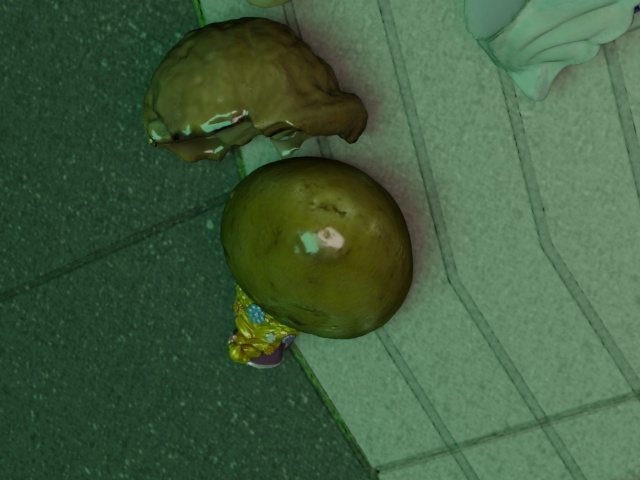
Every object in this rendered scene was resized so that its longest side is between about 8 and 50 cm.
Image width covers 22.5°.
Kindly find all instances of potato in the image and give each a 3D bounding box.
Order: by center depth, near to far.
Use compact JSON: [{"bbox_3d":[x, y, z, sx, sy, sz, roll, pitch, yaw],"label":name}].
[{"bbox_3d":[0.000,0.000,1.557,0.178,0.158,0.203,-36,86,-4],"label":"potato"}]

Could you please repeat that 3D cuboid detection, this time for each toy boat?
[{"bbox_3d":[0.199,-0.256,1.395,0.199,0.100,0.290,62,146,38],"label":"toy boat"}]

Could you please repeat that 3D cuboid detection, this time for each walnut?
[{"bbox_3d":[-0.080,-0.151,1.582,0.238,0.204,0.141,-3,89,32],"label":"walnut"}]

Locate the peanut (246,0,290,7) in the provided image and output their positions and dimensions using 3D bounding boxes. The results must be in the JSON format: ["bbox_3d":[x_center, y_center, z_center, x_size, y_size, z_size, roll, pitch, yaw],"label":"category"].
[{"bbox_3d":[-0.072,-0.368,1.546,0.130,0.130,0.290,4,107,31],"label":"peanut"}]

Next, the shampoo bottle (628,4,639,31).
[{"bbox_3d":[0.283,-0.241,1.415,0.072,0.043,0.099,-22,92,41],"label":"shampoo bottle"}]

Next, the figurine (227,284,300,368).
[{"bbox_3d":[-0.049,0.062,1.674,0.095,0.115,0.156,34,118,7],"label":"figurine"}]
